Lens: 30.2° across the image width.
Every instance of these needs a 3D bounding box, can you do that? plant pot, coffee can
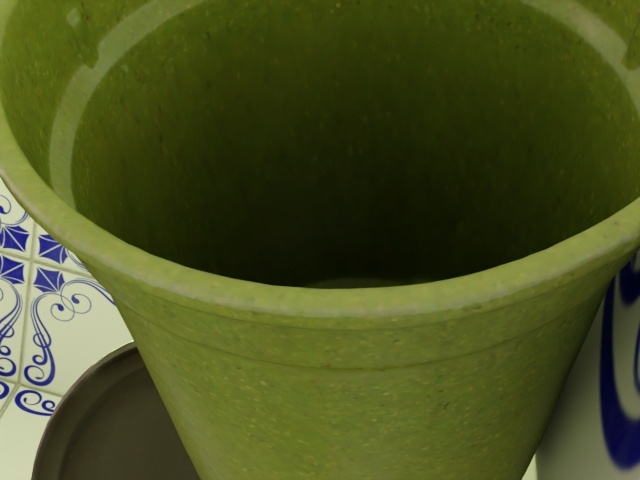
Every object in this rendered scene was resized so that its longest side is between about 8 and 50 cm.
[{"bbox_3d":[0.017,0.005,0.518,0.254,0.276,0.276,87,-166,-47],"label":"plant pot"},{"bbox_3d":[-0.042,0.149,0.786,0.275,0.201,0.201,2,-77,-80],"label":"coffee can"}]
